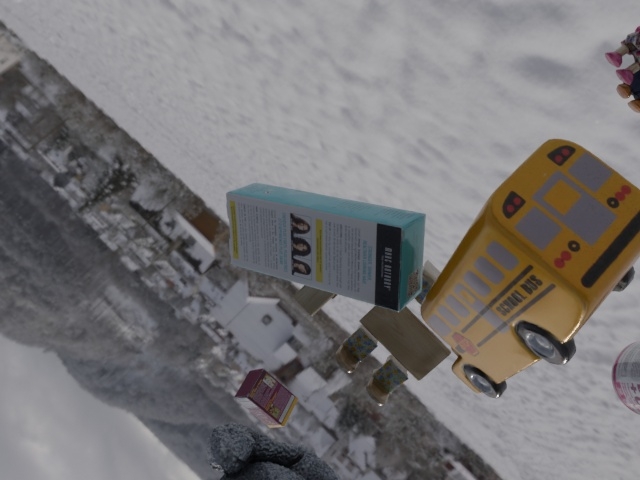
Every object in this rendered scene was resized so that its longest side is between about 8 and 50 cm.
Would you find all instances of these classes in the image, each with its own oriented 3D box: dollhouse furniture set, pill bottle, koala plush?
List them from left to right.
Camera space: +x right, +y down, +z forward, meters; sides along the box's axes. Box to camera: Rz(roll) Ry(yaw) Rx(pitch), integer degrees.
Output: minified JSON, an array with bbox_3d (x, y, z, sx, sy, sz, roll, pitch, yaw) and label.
[{"bbox_3d":[-0.059,0.354,0.707,0.204,0.196,0.221,14,-174,-5],"label":"koala plush"},{"bbox_3d":[0.096,0.123,0.973,0.242,0.212,0.161,45,-164,4],"label":"dollhouse furniture set"},{"bbox_3d":[0.675,0.260,1.122,0.160,0.160,0.283,43,174,9],"label":"pill bottle"}]

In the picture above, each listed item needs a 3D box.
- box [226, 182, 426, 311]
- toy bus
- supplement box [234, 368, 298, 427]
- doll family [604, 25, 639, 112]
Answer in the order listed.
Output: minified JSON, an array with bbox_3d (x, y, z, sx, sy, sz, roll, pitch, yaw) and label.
[{"bbox_3d":[0.000,0.000,0.723,0.245,0.060,0.100,13,116,31],"label":"box"},{"bbox_3d":[0.186,0.052,0.588,0.130,0.108,0.332,42,162,14],"label":"toy bus"},{"bbox_3d":[-0.085,0.250,0.961,0.083,0.055,0.043,46,142,-19],"label":"supplement box"},{"bbox_3d":[0.528,-0.226,0.868,0.262,0.163,0.118,55,-167,-4],"label":"doll family"}]
